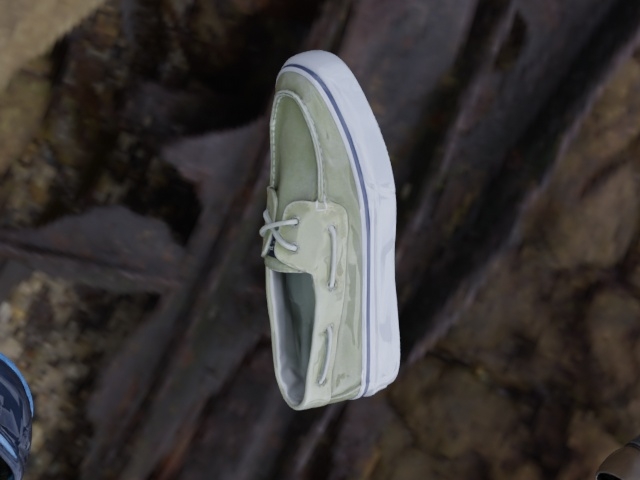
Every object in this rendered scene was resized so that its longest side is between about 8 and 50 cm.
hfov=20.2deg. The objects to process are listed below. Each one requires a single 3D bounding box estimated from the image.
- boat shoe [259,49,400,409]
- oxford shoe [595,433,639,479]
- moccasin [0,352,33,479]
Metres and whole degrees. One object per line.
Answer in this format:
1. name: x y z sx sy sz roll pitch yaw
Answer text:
1. boat shoe: 0.000 0.000 1.454 0.094 0.109 0.302 -22 113 -33
2. oxford shoe: 0.368 0.314 1.875 0.096 0.227 0.083 -27 151 -26
3. moccasin: -0.355 0.096 1.366 0.342 0.117 0.137 22 120 -32
